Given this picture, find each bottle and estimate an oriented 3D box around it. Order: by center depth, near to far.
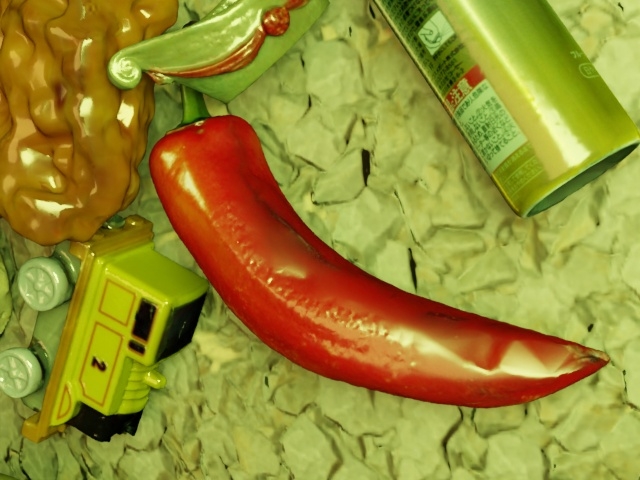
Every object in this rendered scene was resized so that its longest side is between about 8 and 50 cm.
[{"bbox_3d":[0.070,-0.152,0.558,0.082,0.082,0.286,-39,77,31],"label":"bottle"}]

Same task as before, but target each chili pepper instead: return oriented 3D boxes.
[{"bbox_3d":[-0.001,0.008,0.638,0.368,0.092,0.137,41,88,17],"label":"chili pepper"}]

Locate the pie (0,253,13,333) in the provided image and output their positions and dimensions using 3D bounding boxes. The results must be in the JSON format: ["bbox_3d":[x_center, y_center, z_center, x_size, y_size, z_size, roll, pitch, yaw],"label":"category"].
[{"bbox_3d":[-0.368,0.054,0.887,0.185,0.052,0.218,45,120,17],"label":"pie"}]

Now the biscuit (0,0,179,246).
[{"bbox_3d":[-0.238,-0.166,0.719,0.312,0.110,0.318,8,98,41],"label":"biscuit"}]

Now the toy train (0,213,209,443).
[{"bbox_3d":[-0.167,0.074,0.742,0.127,0.089,0.219,26,110,16],"label":"toy train"}]

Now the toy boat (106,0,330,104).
[{"bbox_3d":[-0.051,-0.147,0.624,0.071,0.185,0.089,47,168,-17],"label":"toy boat"}]

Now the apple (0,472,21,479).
[{"bbox_3d":[-0.323,0.341,0.762,0.338,0.305,0.338,16,119,30],"label":"apple"}]
